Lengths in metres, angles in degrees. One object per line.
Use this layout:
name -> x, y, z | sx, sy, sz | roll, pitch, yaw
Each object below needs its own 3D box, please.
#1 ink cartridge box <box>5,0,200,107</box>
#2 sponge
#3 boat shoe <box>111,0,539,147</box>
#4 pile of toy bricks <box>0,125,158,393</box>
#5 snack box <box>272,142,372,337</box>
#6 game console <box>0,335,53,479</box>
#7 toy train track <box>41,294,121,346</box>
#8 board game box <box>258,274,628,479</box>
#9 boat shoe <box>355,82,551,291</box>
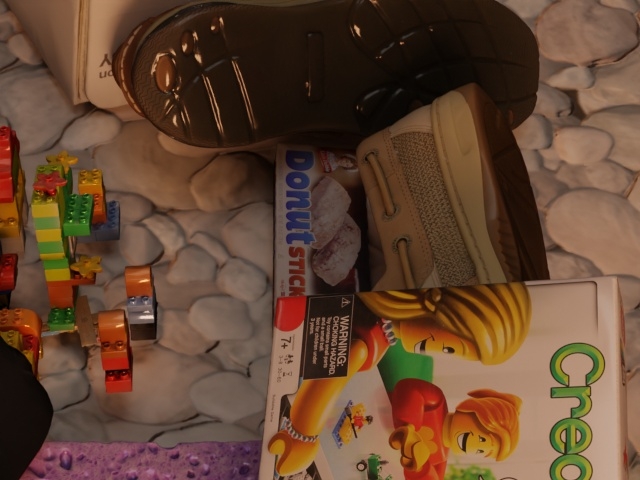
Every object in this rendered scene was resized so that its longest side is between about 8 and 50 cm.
ink cartridge box -> -0.134, -0.299, 1.413 | 0.279, 0.160, 0.384 | -15, 47, -25
sponge -> -0.129, 0.163, 1.002 | 0.210, 0.031, 0.117 | 1, 42, -9
boat shoe -> 0.003, -0.130, 1.282 | 0.324, 0.122, 0.120 | 0, 10, -29
pile of toy bricks -> -0.163, -0.003, 1.104 | 0.118, 0.105, 0.212 | -4, 39, -2
snack box -> 0.000, 0.000, 1.212 | 0.064, 0.022, 0.178 | 4, 42, -5
game console -> -0.315, 0.046, 0.848 | 0.386, 0.060, 0.342 | 54, 39, -18
toy train track -> -0.165, 0.058, 1.125 | 0.083, 0.014, 0.048 | -10, 39, -9
board game box -> 0.062, 0.163, 0.924 | 0.193, 0.053, 0.305 | -5, 56, 14
boat shoe -> 0.088, 0.057, 1.115 | 0.110, 0.121, 0.341 | -21, 47, 18
